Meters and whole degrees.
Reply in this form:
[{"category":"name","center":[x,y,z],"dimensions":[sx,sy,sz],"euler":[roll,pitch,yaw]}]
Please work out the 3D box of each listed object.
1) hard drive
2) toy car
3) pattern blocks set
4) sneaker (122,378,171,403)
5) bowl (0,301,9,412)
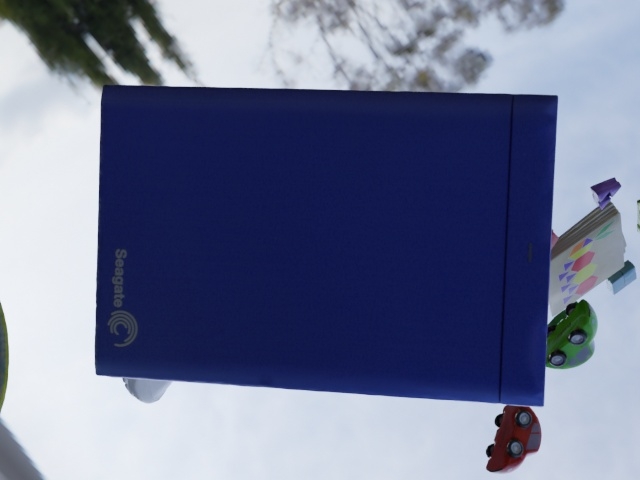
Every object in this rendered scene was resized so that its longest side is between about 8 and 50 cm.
[{"category":"hard drive","center":[0.000,0.000,0.819],"dimensions":[0.318,0.210,0.040],"euler":[3,-177,10]},{"category":"toy car","center":[0.292,0.169,1.510],"dimensions":[0.225,0.053,0.239],"euler":[-53,-163,32]},{"category":"pattern blocks set","center":[0.370,0.025,1.655],"dimensions":[0.285,0.325,0.026],"euler":[-30,-123,-10]},{"category":"sneaker","center":[-0.174,0.126,1.591],"dimensions":[0.297,0.129,0.111],"euler":[-57,174,31]},{"category":"bowl","center":[-0.373,0.100,0.806],"dimensions":[0.289,0.289,0.156],"euler":[-60,-173,-34]}]
